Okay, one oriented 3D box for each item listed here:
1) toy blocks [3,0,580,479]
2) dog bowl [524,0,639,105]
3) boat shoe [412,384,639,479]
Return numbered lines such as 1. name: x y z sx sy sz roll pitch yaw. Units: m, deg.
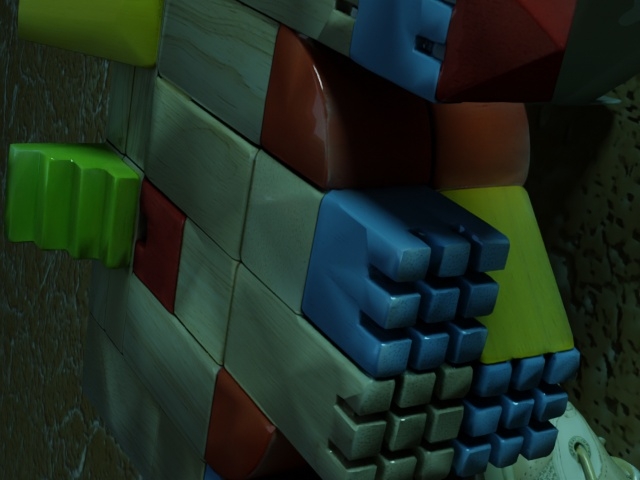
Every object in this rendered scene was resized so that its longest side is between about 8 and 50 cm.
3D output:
1. toy blocks: 0.000 0.000 0.470 0.261 0.190 0.381 39 125 49
2. dog bowl: 0.079 -0.220 0.499 0.349 0.102 0.349 164 90 -72
3. boat shoe: 0.100 0.136 0.518 0.109 0.098 0.302 118 151 -49
